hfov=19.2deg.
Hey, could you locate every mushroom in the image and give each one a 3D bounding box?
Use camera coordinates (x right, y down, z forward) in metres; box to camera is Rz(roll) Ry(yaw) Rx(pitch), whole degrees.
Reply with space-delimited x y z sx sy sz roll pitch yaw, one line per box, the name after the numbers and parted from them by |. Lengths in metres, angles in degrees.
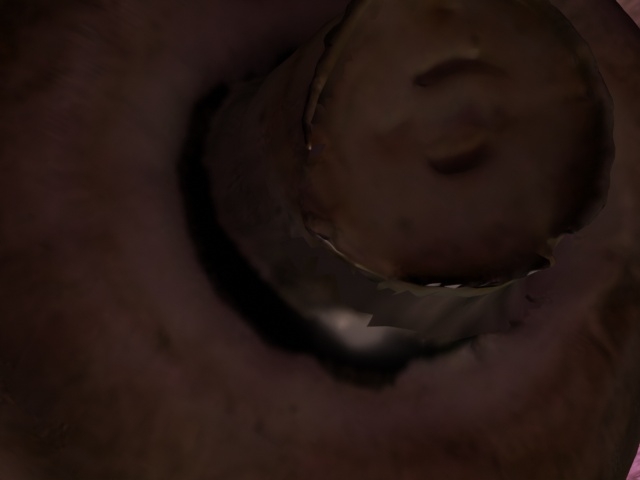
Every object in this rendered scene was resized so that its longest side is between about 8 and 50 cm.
0.000 0.000 0.784 0.352 0.352 0.260 -11 169 -25 | mushroom
